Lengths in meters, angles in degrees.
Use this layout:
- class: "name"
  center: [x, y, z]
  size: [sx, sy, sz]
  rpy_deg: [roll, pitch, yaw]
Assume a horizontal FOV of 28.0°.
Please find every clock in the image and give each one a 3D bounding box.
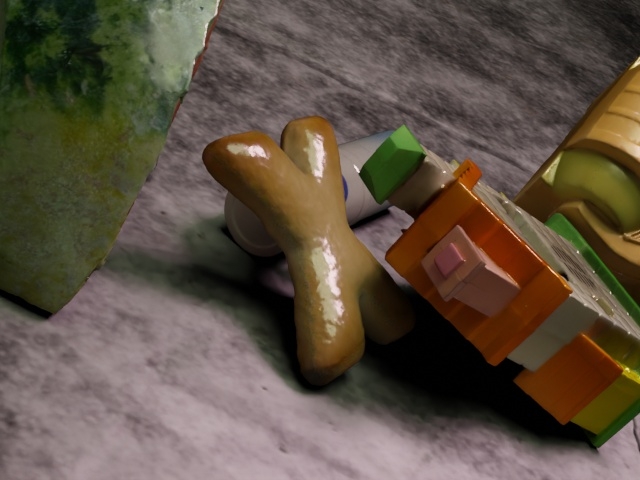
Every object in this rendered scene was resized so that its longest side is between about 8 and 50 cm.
- class: "clock"
  center: [0.380, -0.017, 1.322]
  size: [0.317, 0.200, 0.244]
  rpy_deg: [43, 68, -4]
- class: "clock"
  center: [0.155, 0.032, 1.097]
  size: [0.255, 0.106, 0.220]
  rpy_deg: [29, 21, -40]

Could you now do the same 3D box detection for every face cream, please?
- class: "face cream"
  center: [0.011, -0.049, 1.199]
  size: [0.077, 0.077, 0.250]
  rpy_deg: [38, 29, 17]

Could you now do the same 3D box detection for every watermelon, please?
- class: "watermelon"
  center: [-0.170, -0.095, 0.994]
  size: [0.193, 0.310, 0.231]
  rpy_deg: [13, -6, -29]

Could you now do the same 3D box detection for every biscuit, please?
- class: "biscuit"
  center: [0.000, 0.000, 1.044]
  size: [0.164, 0.047, 0.208]
  rpy_deg: [-24, 89, -58]
